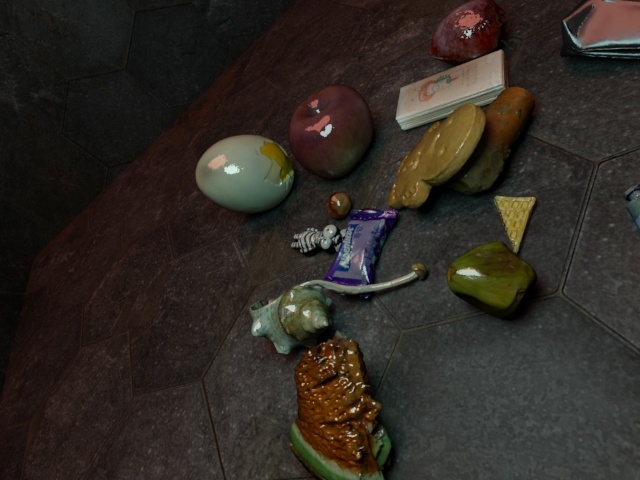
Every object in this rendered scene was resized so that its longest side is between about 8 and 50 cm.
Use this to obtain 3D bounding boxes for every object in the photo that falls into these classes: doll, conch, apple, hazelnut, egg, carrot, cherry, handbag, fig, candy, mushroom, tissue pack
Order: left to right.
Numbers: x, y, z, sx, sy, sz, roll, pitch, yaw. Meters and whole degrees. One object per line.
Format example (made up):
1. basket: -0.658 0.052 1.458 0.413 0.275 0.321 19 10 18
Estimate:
1. egg: -0.272 -0.236 1.490 0.283 0.346 0.282 6 98 51
2. conch: -0.087 0.210 1.092 0.386 0.203 0.169 -30 63 55
3. doll: 0.000 0.000 1.259 0.220 0.067 0.090 -1 60 38
4. apple: 0.040 -0.357 1.391 0.306 0.235 0.305 -21 45 23
5. hazelnut: 0.055 -0.110 1.299 0.086 0.086 0.086 -23 45 25
6. candy: 0.108 0.024 1.133 0.145 0.070 0.274 7 64 32
7. mushroom: 0.107 0.103 1.023 0.307 0.068 0.043 -10 21 3
8. tissue pack: 0.400 -0.458 1.290 0.326 0.071 0.169 -10 50 35
9. cherry: 0.457 -0.644 1.320 0.250 0.175 0.191 -14 63 31
10. carrot: 0.422 -0.252 1.056 0.139 0.138 0.301 16 68 47
11. fig: 0.338 0.079 0.842 0.166 0.153 0.144 -2 5 0
12. handbag: 0.785 -0.560 0.998 0.288 0.152 0.342 34 83 38

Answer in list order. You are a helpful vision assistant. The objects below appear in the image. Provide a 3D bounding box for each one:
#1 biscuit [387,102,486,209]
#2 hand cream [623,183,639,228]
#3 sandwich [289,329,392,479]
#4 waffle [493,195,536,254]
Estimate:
1. biscuit: 0.281 -0.210 1.072 0.274 0.052 0.355 -68 12 -21
2. hand cream: 0.626 0.004 0.735 0.088 0.055 0.255 -29 49 25
3. sandwich: 0.049 0.338 0.864 0.251 0.162 0.300 -6 83 53
4. waffle: 0.424 -0.036 0.955 0.098 0.023 0.152 7 63 45
